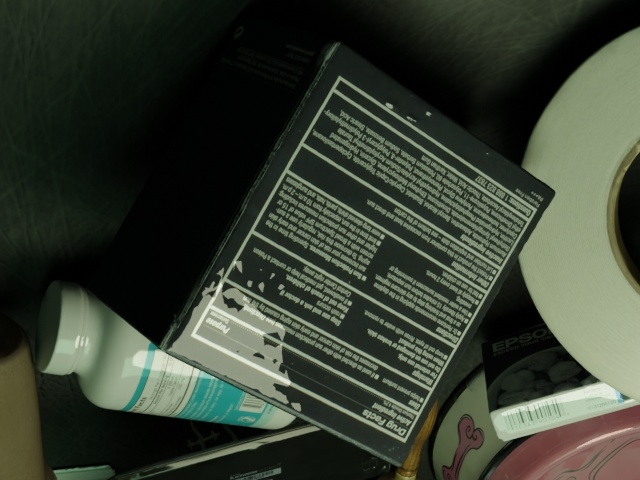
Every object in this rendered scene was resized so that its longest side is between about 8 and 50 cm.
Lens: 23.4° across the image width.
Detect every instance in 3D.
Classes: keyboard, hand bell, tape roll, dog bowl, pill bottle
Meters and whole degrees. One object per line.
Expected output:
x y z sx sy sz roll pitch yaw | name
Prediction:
-0.073 0.267 1.668 0.317 0.033 0.201 -12 138 -14 | keyboard
0.102 0.261 1.820 0.126 0.126 0.242 0 120 -15 | hand bell
0.377 -0.027 1.458 0.392 0.072 0.392 2 100 14 | tape roll
0.345 0.271 1.843 0.408 0.150 0.408 -8 135 -8 | dog bowl
-0.147 0.104 1.556 0.264 0.146 0.146 11 129 -23 | pill bottle

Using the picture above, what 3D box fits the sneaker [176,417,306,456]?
-0.021 0.189 1.698 0.283 0.110 0.122 -26 137 10 | sneaker

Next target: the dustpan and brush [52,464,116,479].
-0.308 0.357 1.811 0.147 0.060 0.211 -5 135 -11 | dustpan and brush

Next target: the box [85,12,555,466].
0.000 0.000 1.396 0.296 0.183 0.294 31 87 -35 | box

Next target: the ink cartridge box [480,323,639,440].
0.275 0.118 1.644 0.206 0.208 0.045 -17 113 9 | ink cartridge box

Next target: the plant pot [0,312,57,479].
-0.378 0.191 1.530 0.263 0.263 0.229 4 114 -18 | plant pot
